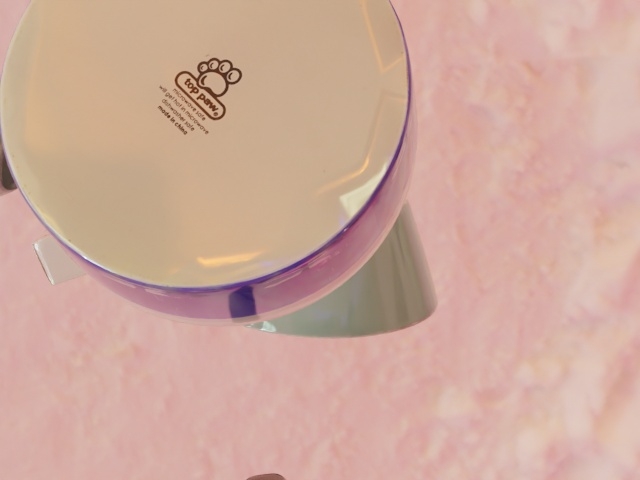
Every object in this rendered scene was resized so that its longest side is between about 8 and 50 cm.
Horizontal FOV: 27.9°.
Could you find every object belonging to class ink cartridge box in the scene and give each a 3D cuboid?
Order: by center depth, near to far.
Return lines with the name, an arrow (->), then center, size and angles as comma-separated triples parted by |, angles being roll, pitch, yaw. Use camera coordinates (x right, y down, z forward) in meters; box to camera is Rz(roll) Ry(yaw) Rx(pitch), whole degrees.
ink cartridge box -> -0.285, -0.005, 1.619 | 0.109, 0.150, 0.063 | -19, 103, 6

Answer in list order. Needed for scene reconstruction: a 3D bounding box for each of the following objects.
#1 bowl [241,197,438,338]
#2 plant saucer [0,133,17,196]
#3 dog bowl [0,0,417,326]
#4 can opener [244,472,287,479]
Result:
bowl -> 0.000, 0.000, 1.672 | 0.312, 0.311, 0.163 | -5, 108, -19
plant saucer -> -0.270, -0.086, 1.145 | 0.021, 0.119, 0.119 | 25, 111, 9
dog bowl -> -0.069, -0.082, 0.843 | 0.265, 0.265, 0.104 | -30, 165, -4
can opener -> 0.001, 0.291, 1.068 | 0.095, 0.283, 0.076 | -7, 114, -10
